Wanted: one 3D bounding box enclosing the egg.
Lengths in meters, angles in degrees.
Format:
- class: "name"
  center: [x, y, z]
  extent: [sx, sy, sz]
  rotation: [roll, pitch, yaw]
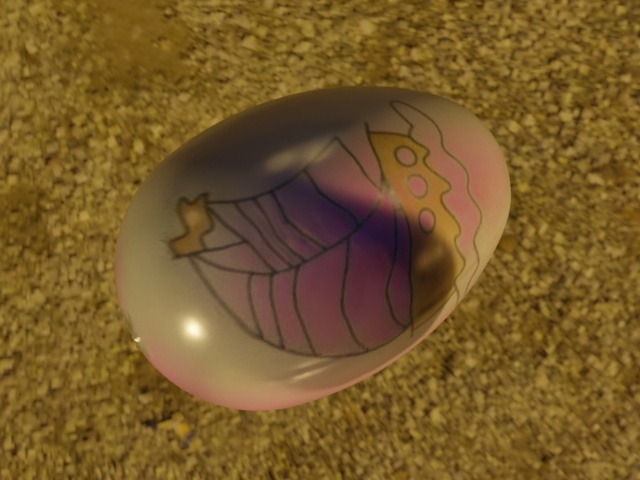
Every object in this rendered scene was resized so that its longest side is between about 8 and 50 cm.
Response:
- class: "egg"
  center: [0.000, 0.000, 0.855]
  extent: [0.271, 0.196, 0.196]
  rotation: [-18, 108, -7]
